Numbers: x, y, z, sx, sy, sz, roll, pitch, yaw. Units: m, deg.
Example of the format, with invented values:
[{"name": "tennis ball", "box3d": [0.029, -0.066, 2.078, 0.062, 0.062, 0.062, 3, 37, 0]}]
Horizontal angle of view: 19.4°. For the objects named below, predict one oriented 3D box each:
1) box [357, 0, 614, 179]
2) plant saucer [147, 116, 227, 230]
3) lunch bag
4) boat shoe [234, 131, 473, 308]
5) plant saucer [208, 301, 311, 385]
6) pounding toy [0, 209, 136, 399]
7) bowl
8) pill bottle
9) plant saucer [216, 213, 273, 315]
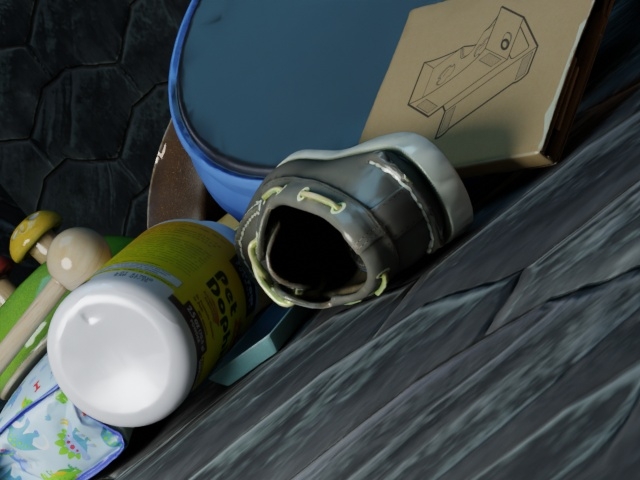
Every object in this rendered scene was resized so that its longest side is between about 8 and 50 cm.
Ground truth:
[{"name": "box", "box3d": [0.113, -0.114, 1.334, 0.201, 0.021, 0.164, -8, 53, 50]}, {"name": "plant saucer", "box3d": [-0.076, -0.083, 2.055, 0.310, 0.050, 0.310, -42, -37, -42]}, {"name": "lunch bag", "box3d": [-0.212, 0.146, 1.504, 0.151, 0.096, 0.129, -34, 15, 22]}, {"name": "boat shoe", "box3d": [-0.003, -0.004, 1.339, 0.091, 0.109, 0.305, -36, 7, -24]}, {"name": "plant saucer", "box3d": [-0.029, 0.060, 1.480, 0.067, 0.018, 0.192, -37, 7, 26]}, {"name": "pounding toy", "box3d": [-0.247, 0.037, 1.593, 0.183, 0.110, 0.237, -45, -3, 2]}, {"name": "bowl", "box3d": [0.039, -0.181, 1.547, 0.391, 0.077, 0.391, -22, 48, 26]}, {"name": "pill bottle", "box3d": [-0.120, 0.055, 1.460, 0.117, 0.117, 0.215, -37, 5, 24]}, {"name": "plant saucer", "box3d": [-0.128, 0.062, 1.812, 0.333, 0.081, 0.333, -38, 5, 2]}]
